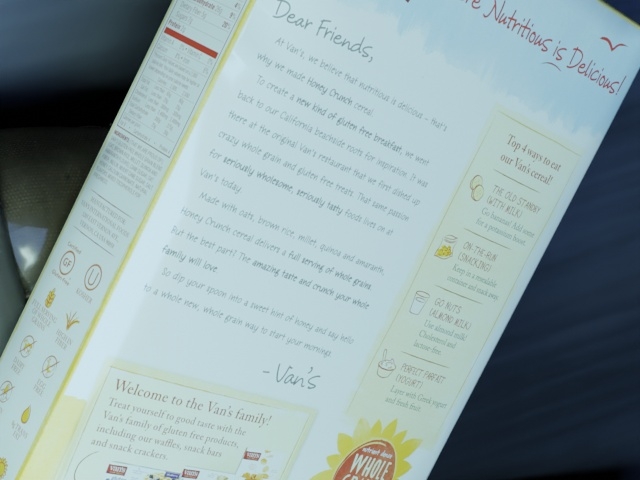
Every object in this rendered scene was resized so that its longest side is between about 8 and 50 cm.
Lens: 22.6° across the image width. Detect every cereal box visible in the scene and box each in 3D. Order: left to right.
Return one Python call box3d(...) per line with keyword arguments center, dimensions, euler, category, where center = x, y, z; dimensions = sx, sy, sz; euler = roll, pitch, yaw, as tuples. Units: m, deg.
box3d(center=(0.000, 0.000, 0.546), dimensions=(0.173, 0.047, 0.240), euler=(23, 95, -42), category="cereal box")

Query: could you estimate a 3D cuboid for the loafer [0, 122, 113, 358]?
box3d(center=(-0.076, 0.047, 0.585), dimensions=(0.078, 0.080, 0.220), euler=(-19, 135, -9), category="loafer")
